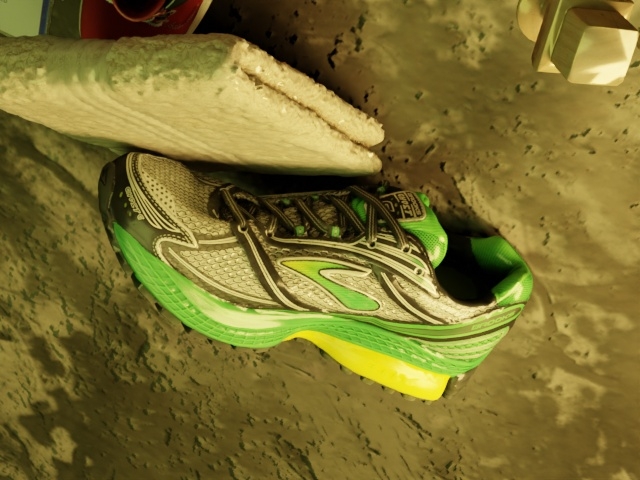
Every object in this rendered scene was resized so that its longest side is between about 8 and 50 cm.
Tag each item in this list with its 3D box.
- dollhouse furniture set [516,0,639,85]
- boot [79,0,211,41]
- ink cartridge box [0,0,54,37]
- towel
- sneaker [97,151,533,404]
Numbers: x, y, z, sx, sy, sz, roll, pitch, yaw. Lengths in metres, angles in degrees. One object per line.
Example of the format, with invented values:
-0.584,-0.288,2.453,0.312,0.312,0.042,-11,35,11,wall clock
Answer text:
0.234,-0.250,0.743,0.355,0.174,0.303,1,124,-19,dollhouse furniture set
-0.116,-0.159,0.862,0.088,0.176,0.244,32,135,-9,boot
-0.289,-0.307,0.873,0.307,0.072,0.303,20,132,0,ink cartridge box
-0.082,-0.088,0.898,0.187,0.049,0.282,1,173,20,towel
0.000,0.000,0.983,0.343,0.134,0.146,18,128,-28,sneaker
